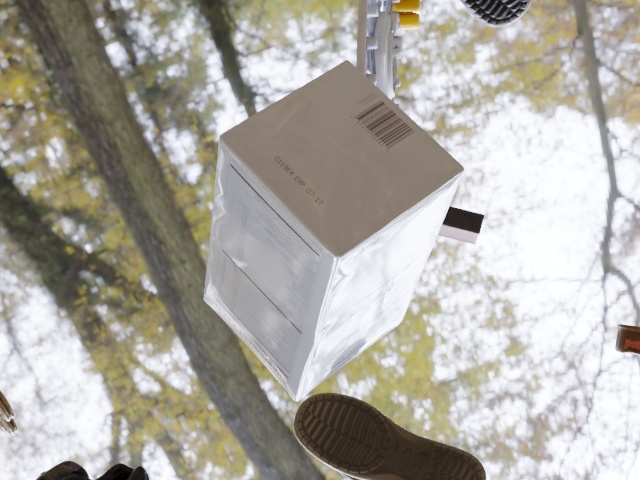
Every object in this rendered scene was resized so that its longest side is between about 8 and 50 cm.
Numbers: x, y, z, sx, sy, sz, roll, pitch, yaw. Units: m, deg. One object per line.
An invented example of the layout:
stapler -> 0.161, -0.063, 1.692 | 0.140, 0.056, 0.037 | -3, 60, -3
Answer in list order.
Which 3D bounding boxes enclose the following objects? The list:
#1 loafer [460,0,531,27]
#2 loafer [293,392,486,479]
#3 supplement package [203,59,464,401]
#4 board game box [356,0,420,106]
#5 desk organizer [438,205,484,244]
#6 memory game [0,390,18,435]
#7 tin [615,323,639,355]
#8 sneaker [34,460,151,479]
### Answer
loafer -> 0.204, -0.509, 1.798 | 0.133, 0.366, 0.130 | -33, -155, 19
loafer -> 0.087, 0.287, 1.428 | 0.268, 0.092, 0.102 | 23, -113, 19
supplement package -> 0.000, 0.000, 0.899 | 0.134, 0.244, 0.139 | -34, -111, -27
board game box -> 0.094, -0.228, 1.412 | 0.050, 0.390, 0.390 | 1, -102, 8
desk organizer -> 0.254, -0.036, 2.162 | 0.130, 0.050, 0.047 | 15, -118, 7
memory game -> -0.353, 0.116, 1.077 | 0.012, 0.186, 0.186 | -33, -143, -25
tin -> 0.419, 0.126, 1.275 | 0.189, 0.040, 0.106 | 10, -176, -44
sneaker -> -0.274, 0.273, 1.034 | 0.107, 0.124, 0.283 | 2, 180, 36
